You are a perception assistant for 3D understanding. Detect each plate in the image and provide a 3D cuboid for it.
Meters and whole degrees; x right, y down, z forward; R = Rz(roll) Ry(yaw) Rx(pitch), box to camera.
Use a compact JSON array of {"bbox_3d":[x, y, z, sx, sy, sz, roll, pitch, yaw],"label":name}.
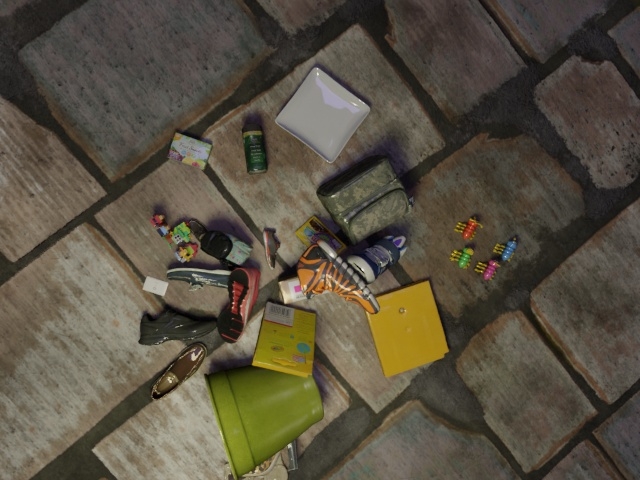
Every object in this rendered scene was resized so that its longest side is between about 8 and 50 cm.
[{"bbox_3d":[0.010,-0.488,1.664,0.277,0.045,0.278,35,86,-5],"label":"plate"}]

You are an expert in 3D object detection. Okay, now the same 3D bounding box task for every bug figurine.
[{"bbox_3d":[0.667,0.040,1.726,0.279,0.072,0.216,27,87,-6],"label":"bug figurine"}]

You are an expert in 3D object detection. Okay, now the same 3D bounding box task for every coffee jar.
[{"bbox_3d":[-0.250,-0.346,1.608,0.079,0.096,0.184,-8,92,-9],"label":"coffee jar"}]

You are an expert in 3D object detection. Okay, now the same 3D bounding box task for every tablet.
[{"bbox_3d":[-0.627,0.173,1.609,0.083,0.006,0.054,19,88,-6],"label":"tablet"}]

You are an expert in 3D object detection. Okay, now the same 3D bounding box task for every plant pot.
[{"bbox_3d":[-0.189,0.590,1.510,0.353,0.366,0.366,-17,92,-17],"label":"plant pot"}]

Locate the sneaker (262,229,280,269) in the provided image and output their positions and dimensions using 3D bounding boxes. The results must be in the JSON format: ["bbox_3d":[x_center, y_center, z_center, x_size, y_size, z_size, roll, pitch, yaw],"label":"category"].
[{"bbox_3d":[-0.183,0.034,1.636,0.065,0.061,0.157,-8,91,-13],"label":"sneaker"}]

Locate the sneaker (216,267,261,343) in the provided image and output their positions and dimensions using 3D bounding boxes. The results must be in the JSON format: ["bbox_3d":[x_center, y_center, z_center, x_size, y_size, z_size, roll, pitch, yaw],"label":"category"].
[{"bbox_3d":[-0.288,0.244,1.594,0.116,0.136,0.313,23,106,21],"label":"sneaker"}]

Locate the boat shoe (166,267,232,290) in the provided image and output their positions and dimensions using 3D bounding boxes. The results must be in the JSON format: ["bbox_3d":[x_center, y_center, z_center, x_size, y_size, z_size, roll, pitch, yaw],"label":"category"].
[{"bbox_3d":[-0.447,0.149,1.589,0.255,0.095,0.079,4,78,-15],"label":"boat shoe"}]

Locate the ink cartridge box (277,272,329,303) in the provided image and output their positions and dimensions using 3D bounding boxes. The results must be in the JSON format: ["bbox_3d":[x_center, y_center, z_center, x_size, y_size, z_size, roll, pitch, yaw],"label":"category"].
[{"bbox_3d":[-0.037,0.158,1.583,0.235,0.193,0.088,-14,91,-6],"label":"ink cartridge box"}]

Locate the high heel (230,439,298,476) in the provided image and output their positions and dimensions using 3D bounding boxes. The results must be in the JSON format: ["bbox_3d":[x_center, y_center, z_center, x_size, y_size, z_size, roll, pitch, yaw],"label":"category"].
[{"bbox_3d":[-0.216,0.787,1.611,0.262,0.093,0.186,-11,60,2],"label":"high heel"}]

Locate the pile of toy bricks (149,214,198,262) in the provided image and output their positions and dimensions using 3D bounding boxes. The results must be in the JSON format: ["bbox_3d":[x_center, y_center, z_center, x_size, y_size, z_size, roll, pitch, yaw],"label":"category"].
[{"bbox_3d":[-0.528,-0.027,1.567,0.105,0.118,0.212,-36,95,-13],"label":"pile of toy bricks"}]

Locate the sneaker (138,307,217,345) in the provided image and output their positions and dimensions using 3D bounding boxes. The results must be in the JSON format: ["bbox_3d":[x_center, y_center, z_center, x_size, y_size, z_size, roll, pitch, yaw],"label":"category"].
[{"bbox_3d":[-0.532,0.312,1.575,0.287,0.109,0.130,-6,82,-10],"label":"sneaker"}]

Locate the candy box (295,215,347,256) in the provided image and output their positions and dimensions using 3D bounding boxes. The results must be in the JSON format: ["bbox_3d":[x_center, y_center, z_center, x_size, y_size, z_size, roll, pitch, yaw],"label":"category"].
[{"bbox_3d":[0.000,0.000,1.613,0.105,0.027,0.206,-43,56,-3],"label":"candy box"}]

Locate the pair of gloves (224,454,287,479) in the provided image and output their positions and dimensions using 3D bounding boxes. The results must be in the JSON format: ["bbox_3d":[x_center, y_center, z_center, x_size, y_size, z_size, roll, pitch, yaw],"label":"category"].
[{"bbox_3d":[-0.248,0.919,1.635,0.240,0.042,0.204,-16,87,-12],"label":"pair of gloves"}]

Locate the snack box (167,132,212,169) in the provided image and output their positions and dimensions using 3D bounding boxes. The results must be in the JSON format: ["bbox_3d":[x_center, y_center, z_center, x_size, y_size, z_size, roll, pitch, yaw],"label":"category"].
[{"bbox_3d":[-0.494,-0.337,1.609,0.141,0.037,0.100,18,87,-6],"label":"snack box"}]

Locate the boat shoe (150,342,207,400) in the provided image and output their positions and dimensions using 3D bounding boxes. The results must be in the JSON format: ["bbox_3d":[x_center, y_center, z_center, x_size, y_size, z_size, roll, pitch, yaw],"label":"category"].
[{"bbox_3d":[-0.525,0.495,1.575,0.095,0.095,0.257,42,85,-5],"label":"boat shoe"}]

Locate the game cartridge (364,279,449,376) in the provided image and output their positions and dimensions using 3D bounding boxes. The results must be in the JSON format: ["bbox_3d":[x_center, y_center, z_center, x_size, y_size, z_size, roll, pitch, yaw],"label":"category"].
[{"bbox_3d":[0.343,0.351,1.703,0.286,0.053,0.323,-17,94,-6],"label":"game cartridge"}]

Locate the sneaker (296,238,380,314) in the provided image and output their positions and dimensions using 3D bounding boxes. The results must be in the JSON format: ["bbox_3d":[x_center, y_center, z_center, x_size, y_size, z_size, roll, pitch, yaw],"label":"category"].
[{"bbox_3d":[0.045,0.164,1.445,0.180,0.124,0.321,-43,83,-2],"label":"sneaker"}]

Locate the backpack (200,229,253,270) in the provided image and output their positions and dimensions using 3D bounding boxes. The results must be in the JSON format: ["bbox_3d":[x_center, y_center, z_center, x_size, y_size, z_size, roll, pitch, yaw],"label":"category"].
[{"bbox_3d":[-0.333,0.036,1.558,0.152,0.182,0.115,35,89,32],"label":"backpack"}]

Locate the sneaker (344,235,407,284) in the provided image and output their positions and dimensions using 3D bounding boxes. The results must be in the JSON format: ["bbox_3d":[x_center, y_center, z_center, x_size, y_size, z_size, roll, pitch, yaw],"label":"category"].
[{"bbox_3d":[0.216,0.047,1.552,0.236,0.323,0.130,-43,77,-4],"label":"sneaker"}]

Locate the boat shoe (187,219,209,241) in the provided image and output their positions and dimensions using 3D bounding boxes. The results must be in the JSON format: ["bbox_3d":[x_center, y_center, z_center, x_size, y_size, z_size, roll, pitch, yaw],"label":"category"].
[{"bbox_3d":[-0.445,-0.021,1.608,0.056,0.049,0.152,-45,95,-6],"label":"boat shoe"}]

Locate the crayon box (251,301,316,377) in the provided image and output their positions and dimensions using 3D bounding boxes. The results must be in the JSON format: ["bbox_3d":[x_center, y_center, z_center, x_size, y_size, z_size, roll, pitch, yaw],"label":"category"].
[{"bbox_3d":[-0.126,0.364,1.514,0.202,0.318,0.081,16,117,-6],"label":"crayon box"}]

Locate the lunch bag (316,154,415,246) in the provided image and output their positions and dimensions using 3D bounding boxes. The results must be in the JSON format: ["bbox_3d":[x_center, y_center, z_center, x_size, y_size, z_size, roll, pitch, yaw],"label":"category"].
[{"bbox_3d":[0.176,-0.150,1.611,0.305,0.212,0.256,-33,110,-5],"label":"lunch bag"}]
